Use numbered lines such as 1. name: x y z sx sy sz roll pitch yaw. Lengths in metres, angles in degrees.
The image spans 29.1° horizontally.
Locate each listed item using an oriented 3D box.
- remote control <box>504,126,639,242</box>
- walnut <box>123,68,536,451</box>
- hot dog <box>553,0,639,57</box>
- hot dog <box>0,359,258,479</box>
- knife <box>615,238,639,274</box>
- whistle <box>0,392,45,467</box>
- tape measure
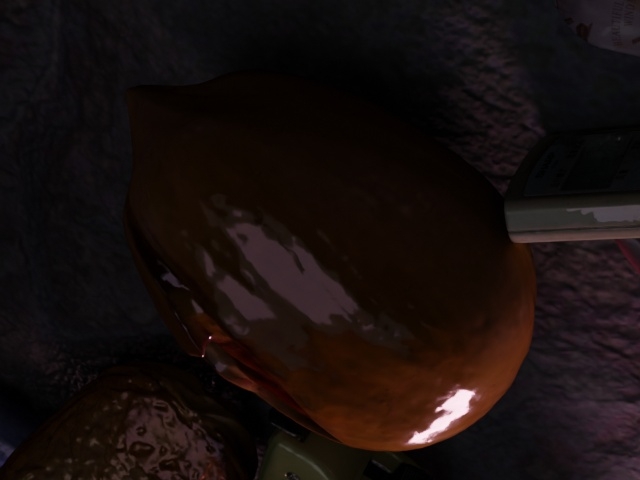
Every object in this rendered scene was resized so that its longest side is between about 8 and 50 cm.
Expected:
1. remote control: 0.221 -0.036 0.680 0.234 0.098 0.038 -3 118 29
2. walnut: 0.000 0.000 0.766 0.298 0.203 0.203 43 133 -5
3. hot dog: 0.210 -0.127 0.646 0.192 0.053 0.099 13 129 22
4. hot dog: -0.165 0.206 1.051 0.259 0.114 0.175 -42 89 14
5. knife: 0.280 0.069 0.792 0.247 0.018 0.035 40 130 -10
6. whistle: -0.304 0.170 1.141 0.304 0.062 0.062 31 133 2
7. tape measure: 0.016 0.222 0.984 0.175 0.106 0.200 30 135 7
